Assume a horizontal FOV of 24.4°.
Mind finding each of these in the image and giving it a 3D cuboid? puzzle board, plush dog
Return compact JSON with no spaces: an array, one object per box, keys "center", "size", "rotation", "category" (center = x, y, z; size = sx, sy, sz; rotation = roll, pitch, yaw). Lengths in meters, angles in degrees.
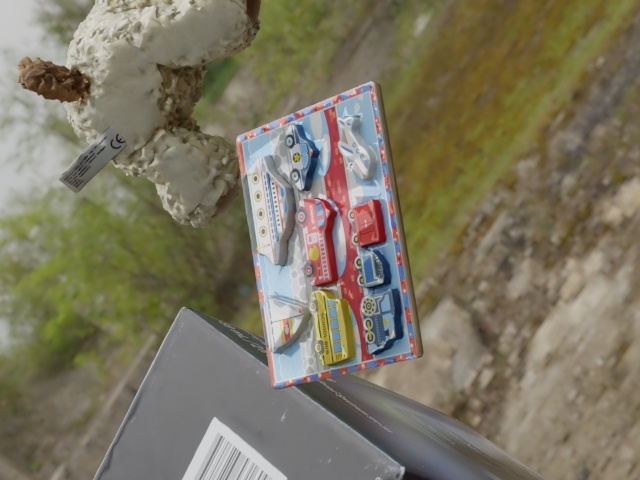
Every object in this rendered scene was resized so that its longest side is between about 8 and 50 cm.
[{"center":[0.000,0.000,0.695],"size":[0.096,0.011,0.128],"rotation":[-18,76,42],"category":"puzzle board"},{"center":[-0.172,-0.163,1.390],"size":[0.225,0.210,0.262],"rotation":[-110,26,-69],"category":"plush dog"}]

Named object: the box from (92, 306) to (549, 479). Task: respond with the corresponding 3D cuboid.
[{"center":[0.042,0.209,1.020],"size":[0.296,0.294,0.183],"rotation":[30,92,54],"category":"box"}]
